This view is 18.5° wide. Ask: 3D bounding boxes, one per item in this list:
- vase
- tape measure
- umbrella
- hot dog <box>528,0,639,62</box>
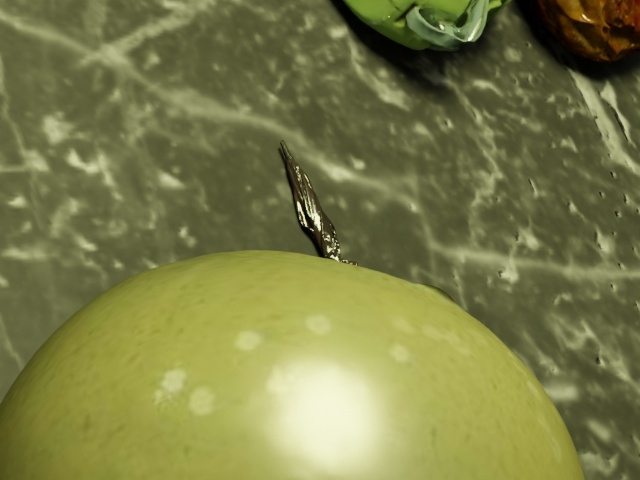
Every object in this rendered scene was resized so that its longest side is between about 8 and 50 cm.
[{"bbox_3d":[-0.010,0.195,0.752,0.329,0.241,0.302,49,47,-41],"label":"vase"},{"bbox_3d":[0.054,-0.192,1.162,0.154,0.087,0.177,-27,82,-51],"label":"tape measure"},{"bbox_3d":[0.003,0.000,1.033,0.022,0.013,0.122,-10,67,-21],"label":"umbrella"},{"bbox_3d":[0.159,-0.224,1.270,0.160,0.099,0.227,-3,65,-49],"label":"hot dog"}]
